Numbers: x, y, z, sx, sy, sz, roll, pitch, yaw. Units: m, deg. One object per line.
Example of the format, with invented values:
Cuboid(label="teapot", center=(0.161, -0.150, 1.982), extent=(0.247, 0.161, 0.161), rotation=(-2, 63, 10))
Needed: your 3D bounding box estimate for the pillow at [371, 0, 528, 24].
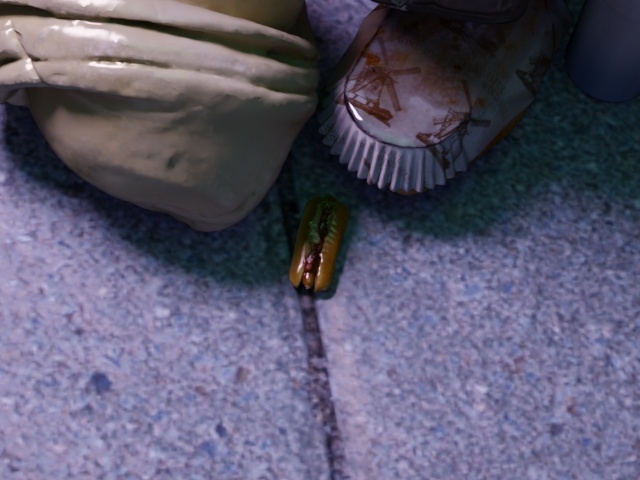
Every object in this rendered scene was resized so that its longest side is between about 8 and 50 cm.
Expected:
Cuboid(label="pillow", center=(0.106, -0.255, 1.526), extent=(0.130, 0.038, 0.233), rotation=(7, 53, 6))

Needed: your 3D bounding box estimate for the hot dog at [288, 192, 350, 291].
Cuboid(label="hot dog", center=(0.000, 0.000, 1.473), extent=(0.037, 0.021, 0.083), rotation=(12, 65, -2))

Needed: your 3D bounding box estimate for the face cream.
Cuboid(label="face cream", center=(0.244, -0.195, 1.467), extent=(0.077, 0.250, 0.077), rotation=(3, 64, -6))

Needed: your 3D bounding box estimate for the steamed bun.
Cuboid(label="steamed bun", center=(-0.131, -0.171, 1.440), extent=(0.276, 0.203, 0.289), rotation=(5, 65, -5))

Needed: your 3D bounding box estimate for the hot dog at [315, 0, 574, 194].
Cuboid(label="hot dog", center=(0.102, -0.142, 1.519), extent=(0.144, 0.075, 0.268), rotation=(34, 58, 9))
